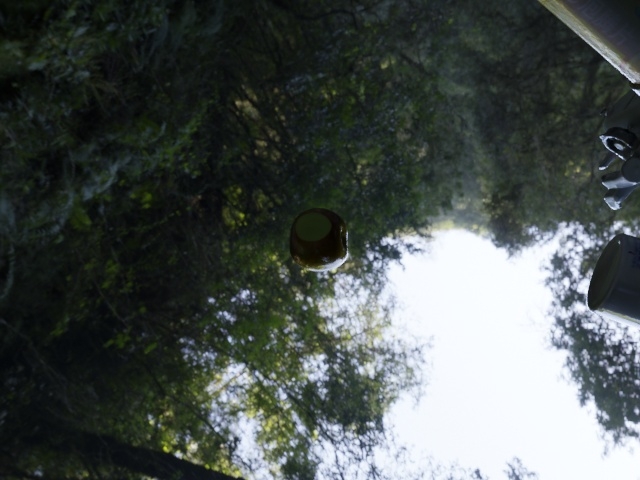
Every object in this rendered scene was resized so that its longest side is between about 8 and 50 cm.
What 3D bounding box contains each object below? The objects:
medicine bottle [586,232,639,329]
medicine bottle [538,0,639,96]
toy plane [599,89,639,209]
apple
[{"bbox_3d":[0.579,0.103,0.817,0.341,0.130,0.130,19,-134,11],"label":"medicine bottle"},{"bbox_3d":[0.244,-0.213,0.505,0.074,0.218,0.074,-53,-169,16],"label":"medicine bottle"},{"bbox_3d":[0.424,-0.150,0.696,0.118,0.252,0.252,36,-125,8],"label":"toy plane"},{"bbox_3d":[0.000,0.000,1.013,0.102,0.099,0.114,6,-122,15],"label":"apple"}]
